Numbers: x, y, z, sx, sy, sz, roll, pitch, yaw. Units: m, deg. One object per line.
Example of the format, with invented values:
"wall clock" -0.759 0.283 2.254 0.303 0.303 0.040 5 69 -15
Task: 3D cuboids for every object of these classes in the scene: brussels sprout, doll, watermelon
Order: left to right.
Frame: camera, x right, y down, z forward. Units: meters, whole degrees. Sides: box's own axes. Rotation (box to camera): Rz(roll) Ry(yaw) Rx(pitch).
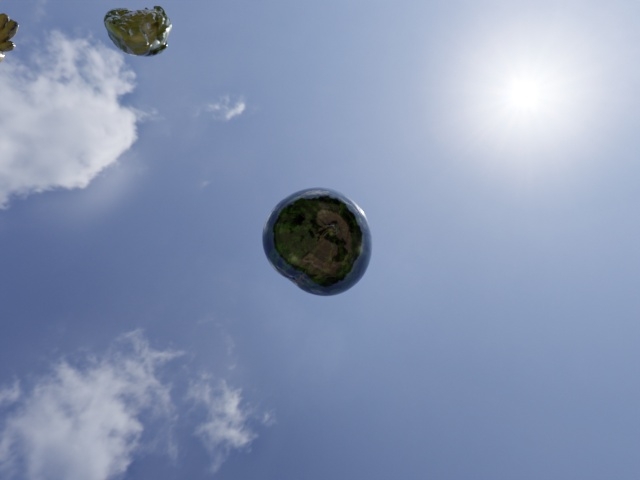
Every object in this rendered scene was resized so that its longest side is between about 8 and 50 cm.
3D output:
"doll" -0.586 -0.360 0.847 0.061 0.051 0.093 40 -65 2
"brussels sprout" -0.404 -0.460 1.037 0.139 0.100 0.181 6 -128 -19
"watermelon" -0.002 0.001 1.116 0.269 0.269 0.269 0 -97 3
